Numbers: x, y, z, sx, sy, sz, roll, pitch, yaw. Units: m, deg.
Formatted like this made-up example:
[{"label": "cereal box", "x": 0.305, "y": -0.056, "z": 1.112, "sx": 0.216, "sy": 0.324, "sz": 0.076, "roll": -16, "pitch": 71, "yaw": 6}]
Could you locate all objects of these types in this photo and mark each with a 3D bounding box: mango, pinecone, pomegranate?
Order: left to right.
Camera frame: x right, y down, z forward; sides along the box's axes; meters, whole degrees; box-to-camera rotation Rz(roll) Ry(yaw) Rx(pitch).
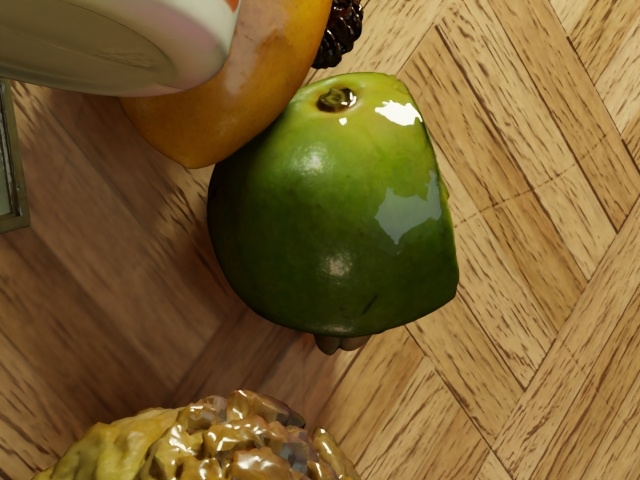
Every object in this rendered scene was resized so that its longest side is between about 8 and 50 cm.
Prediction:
[{"label": "mango", "x": -0.069, "y": -0.171, "z": 1.090, "sx": 0.153, "sy": 0.126, "sz": 0.252, "roll": 15, "pitch": 77, "yaw": -24}, {"label": "pinecone", "x": -0.006, "y": -0.166, "z": 1.205, "sx": 0.083, "sy": 0.077, "sz": 0.077, "roll": -57, "pitch": 131, "yaw": -47}, {"label": "pomegranate", "x": -0.004, "y": -0.014, "z": 1.176, "sx": 0.159, "sy": 0.241, "sz": 0.190, "roll": -17, "pitch": 83, "yaw": -8}]

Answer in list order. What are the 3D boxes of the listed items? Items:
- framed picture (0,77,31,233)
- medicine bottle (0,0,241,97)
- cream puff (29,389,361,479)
[{"label": "framed picture", "x": -0.272, "y": -0.054, "z": 0.989, "sx": 0.201, "sy": 0.010, "sz": 0.136, "roll": -17, "pitch": 105, "yaw": -44}, {"label": "medicine bottle", "x": -0.154, "y": -0.228, "z": 0.915, "sx": 0.252, "sy": 0.252, "sz": 0.241, "roll": 20, "pitch": 79, "yaw": -45}, {"label": "cream puff", "x": -0.073, "y": 0.262, "z": 1.030, "sx": 0.343, "sy": 0.231, "sz": 0.327, "roll": 2, "pitch": 81, "yaw": -54}]
